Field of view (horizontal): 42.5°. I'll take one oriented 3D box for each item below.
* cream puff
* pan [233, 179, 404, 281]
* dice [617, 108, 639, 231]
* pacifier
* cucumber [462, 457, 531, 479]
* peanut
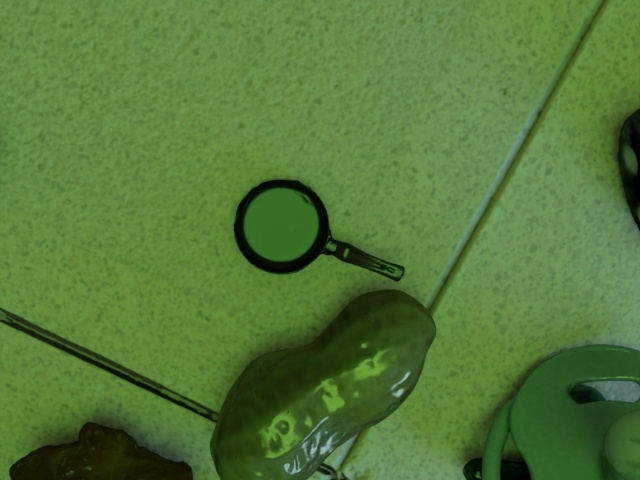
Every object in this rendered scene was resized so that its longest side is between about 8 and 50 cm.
[{"bbox_3d":[-0.252,0.338,0.960,0.269,0.155,0.240,10,97,-4],"label":"cream puff"},{"bbox_3d":[0.001,0.000,0.982,0.212,0.040,0.114,21,96,0],"label":"pan"},{"bbox_3d":[0.460,-0.080,0.936,0.182,0.182,0.183,-18,102,-3],"label":"dice"},{"bbox_3d":[0.333,0.261,0.922,0.289,0.269,0.343,-6,60,3],"label":"pacifier"},{"bbox_3d":[0.310,0.327,1.055,0.285,0.056,0.056,20,97,-12],"label":"cucumber"},{"bbox_3d":[0.002,0.177,0.967,0.313,0.149,0.149,-34,100,1],"label":"peanut"}]
